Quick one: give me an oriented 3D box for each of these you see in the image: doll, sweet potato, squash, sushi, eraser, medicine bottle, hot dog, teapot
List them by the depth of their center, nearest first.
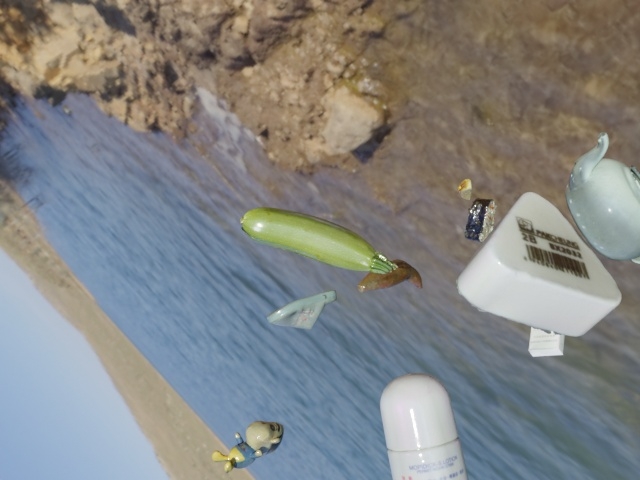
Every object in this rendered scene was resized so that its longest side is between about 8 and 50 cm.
[{"bbox_3d":[0.188,0.401,1.147,0.130,0.130,0.341,145,114,-72],"label":"medicine bottle"},{"bbox_3d":[0.536,-0.061,1.196,0.294,0.193,0.129,41,126,-21],"label":"teapot"},{"bbox_3d":[0.000,0.000,1.375,0.340,0.095,0.094,17,161,-3],"label":"squash"},{"bbox_3d":[0.449,0.061,1.455,0.331,0.331,0.150,43,137,15],"label":"eraser"},{"bbox_3d":[-0.155,0.462,1.513,0.102,0.179,0.089,23,122,43],"label":"doll"},{"bbox_3d":[0.182,0.085,1.610,0.058,0.255,0.078,5,93,39],"label":"sweet potato"},{"bbox_3d":[0.376,-0.132,1.728,0.090,0.034,0.030,61,-155,-69],"label":"hot dog"},{"bbox_3d":[0.545,-0.069,2.243,0.078,0.150,0.090,14,176,37],"label":"sushi"}]

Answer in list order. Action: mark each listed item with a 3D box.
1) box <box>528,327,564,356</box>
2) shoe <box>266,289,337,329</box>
[{"bbox_3d":[0.620,0.240,1.807,0.084,0.154,0.040,-14,131,39],"label":"box"},{"bbox_3d":[-0.033,0.177,1.607,0.079,0.195,0.078,-31,81,54],"label":"shoe"}]
